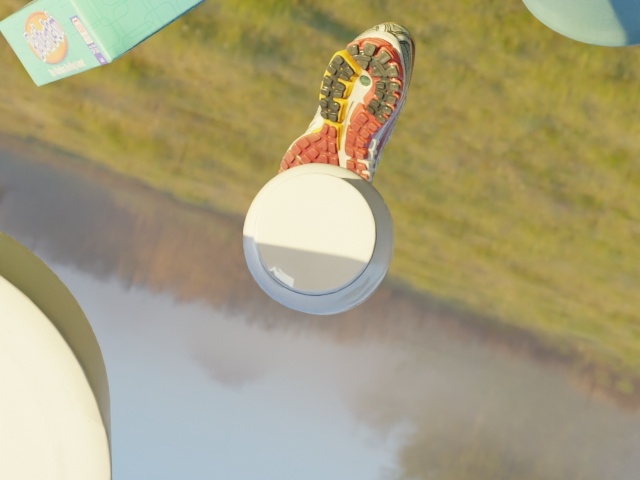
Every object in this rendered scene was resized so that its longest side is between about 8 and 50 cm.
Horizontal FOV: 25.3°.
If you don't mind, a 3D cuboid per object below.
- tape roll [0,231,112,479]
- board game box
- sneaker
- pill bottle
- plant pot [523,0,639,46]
[{"bbox_3d":[-0.229,0.106,0.728,0.246,0.246,0.169,17,-179,-10],"label":"tape roll"},{"bbox_3d":[-0.068,-0.166,0.795,0.047,0.210,0.160,57,160,-15],"label":"board game box"},{"bbox_3d":[0.034,-0.103,1.309,0.088,0.225,0.093,33,-139,4],"label":"sneaker"},{"bbox_3d":[0.000,0.000,1.022,0.108,0.108,0.180,17,178,2],"label":"pill bottle"},{"bbox_3d":[0.285,-0.328,1.324,0.271,0.272,0.255,17,146,12],"label":"plant pot"}]
